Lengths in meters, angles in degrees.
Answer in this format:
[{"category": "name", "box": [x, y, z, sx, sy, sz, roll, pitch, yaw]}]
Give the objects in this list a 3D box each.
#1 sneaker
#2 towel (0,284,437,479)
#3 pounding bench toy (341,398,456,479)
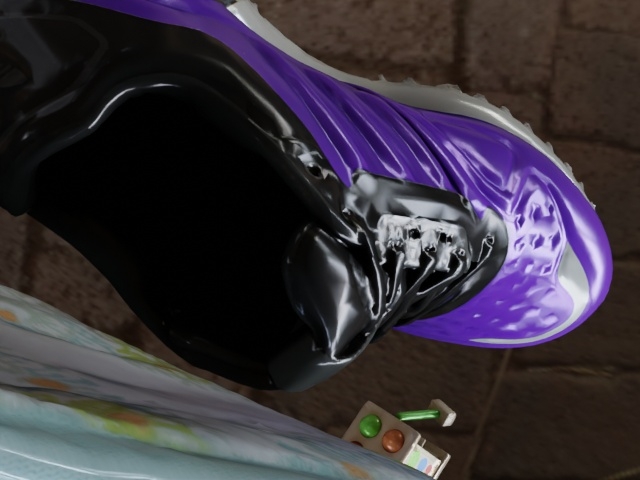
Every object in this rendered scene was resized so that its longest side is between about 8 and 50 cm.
[{"category": "sneaker", "box": [-0.001, 0.000, 0.487, 0.293, 0.146, 0.102, 26, 122, -32]}, {"category": "towel", "box": [-0.122, 0.062, 0.517, 0.374, 0.320, 0.090, 27, 86, -48]}, {"category": "pounding bench toy", "box": [0.057, 0.143, 1.026, 0.083, 0.052, 0.065, -56, 143, -7]}]
